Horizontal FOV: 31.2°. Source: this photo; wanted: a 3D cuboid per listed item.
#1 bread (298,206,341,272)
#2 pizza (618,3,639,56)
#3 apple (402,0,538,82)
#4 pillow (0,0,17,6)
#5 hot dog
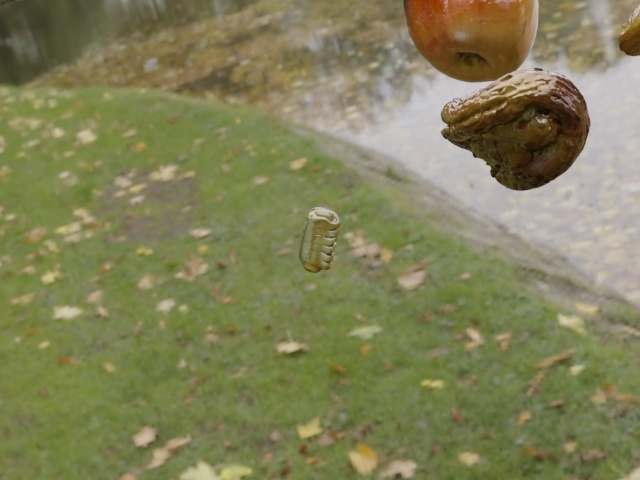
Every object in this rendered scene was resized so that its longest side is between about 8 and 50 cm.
[{"bbox_3d":[0.000,0.000,1.480,0.049,0.088,0.033,16,23,15],"label":"bread"},{"bbox_3d":[0.296,-0.219,0.871,0.185,0.036,0.176,-52,-2,26],"label":"pizza"},{"bbox_3d":[0.203,-0.298,1.505,0.199,0.199,0.199,-15,18,5],"label":"apple"},{"bbox_3d":[-0.332,-0.385,1.461,0.326,0.101,0.228,-16,47,-40],"label":"pillow"},{"bbox_3d":[0.152,-0.090,0.931,0.065,0.099,0.147,-59,19,-21],"label":"hot dog"}]
